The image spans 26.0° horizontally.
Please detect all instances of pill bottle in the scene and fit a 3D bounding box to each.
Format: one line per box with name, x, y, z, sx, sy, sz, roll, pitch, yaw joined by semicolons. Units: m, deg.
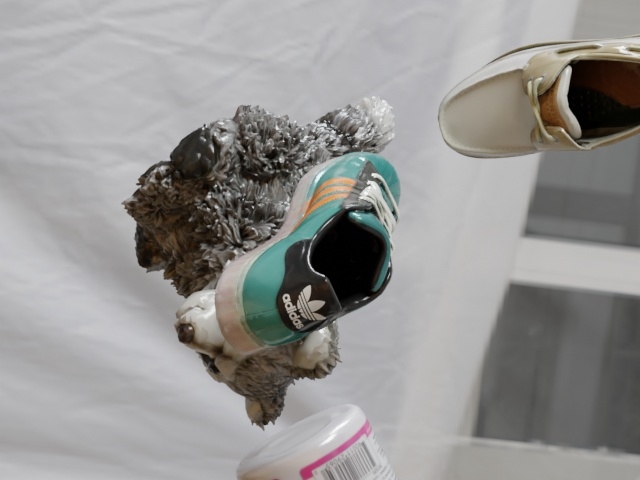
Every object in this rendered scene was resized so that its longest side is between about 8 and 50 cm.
pill bottle;0.036;0.340;1.541;0.283;0.160;0.160;63;-6;-4

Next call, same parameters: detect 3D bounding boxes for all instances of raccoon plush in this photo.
raccoon plush;0.000;0.000;1.552;0.299;0.446;0.216;53;-30;15

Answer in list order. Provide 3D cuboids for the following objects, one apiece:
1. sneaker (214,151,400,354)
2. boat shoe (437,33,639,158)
sneaker;0.026;0.002;1.251;0.108;0.121;0.302;64;35;-19
boat shoe;0.243;-0.142;1.351;0.103;0.302;0.113;-32;105;-59
